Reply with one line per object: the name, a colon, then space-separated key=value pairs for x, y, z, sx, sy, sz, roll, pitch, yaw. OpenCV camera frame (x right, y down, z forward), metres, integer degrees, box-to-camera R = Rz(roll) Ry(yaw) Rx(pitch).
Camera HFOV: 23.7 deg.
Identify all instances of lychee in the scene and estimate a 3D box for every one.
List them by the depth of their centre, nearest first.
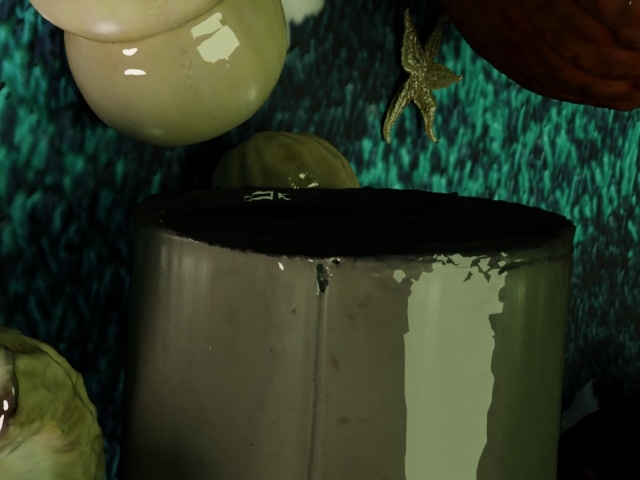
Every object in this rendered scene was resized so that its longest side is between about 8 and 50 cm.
lychee: x=0.158 y=-0.206 z=0.859 sx=0.255 sy=0.300 sz=0.255 roll=-7 pitch=115 yaw=-15

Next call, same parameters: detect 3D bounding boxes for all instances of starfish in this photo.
starfish: x=0.060 y=-0.102 z=0.940 sx=0.092 sy=0.016 sz=0.086 roll=-59 pitch=138 yaw=-15

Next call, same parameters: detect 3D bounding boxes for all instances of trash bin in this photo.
trash bin: x=0.006 y=0.133 z=0.686 sx=0.252 sy=0.203 sz=0.301 roll=-25 pitch=120 yaw=-76

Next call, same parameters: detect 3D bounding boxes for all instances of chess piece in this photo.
chess piece: x=-0.090 y=-0.150 z=0.654 sx=0.142 sy=0.143 sz=0.260 roll=-50 pitch=144 yaw=-28

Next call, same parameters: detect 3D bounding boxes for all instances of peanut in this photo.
peanut: x=0.000 y=0.000 z=0.851 sx=0.082 sy=0.082 sz=0.187 roll=-57 pitch=139 yaw=-20

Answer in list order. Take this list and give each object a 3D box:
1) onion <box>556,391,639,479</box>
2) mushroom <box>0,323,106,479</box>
onion: x=0.303 y=0.204 z=1.157 sx=0.281 sy=0.281 sz=0.221 roll=-43 pitch=99 yaw=-34
mushroom: x=-0.179 y=0.171 z=0.614 sx=0.164 sy=0.190 sz=0.266 roll=61 pitch=25 yaw=-74
